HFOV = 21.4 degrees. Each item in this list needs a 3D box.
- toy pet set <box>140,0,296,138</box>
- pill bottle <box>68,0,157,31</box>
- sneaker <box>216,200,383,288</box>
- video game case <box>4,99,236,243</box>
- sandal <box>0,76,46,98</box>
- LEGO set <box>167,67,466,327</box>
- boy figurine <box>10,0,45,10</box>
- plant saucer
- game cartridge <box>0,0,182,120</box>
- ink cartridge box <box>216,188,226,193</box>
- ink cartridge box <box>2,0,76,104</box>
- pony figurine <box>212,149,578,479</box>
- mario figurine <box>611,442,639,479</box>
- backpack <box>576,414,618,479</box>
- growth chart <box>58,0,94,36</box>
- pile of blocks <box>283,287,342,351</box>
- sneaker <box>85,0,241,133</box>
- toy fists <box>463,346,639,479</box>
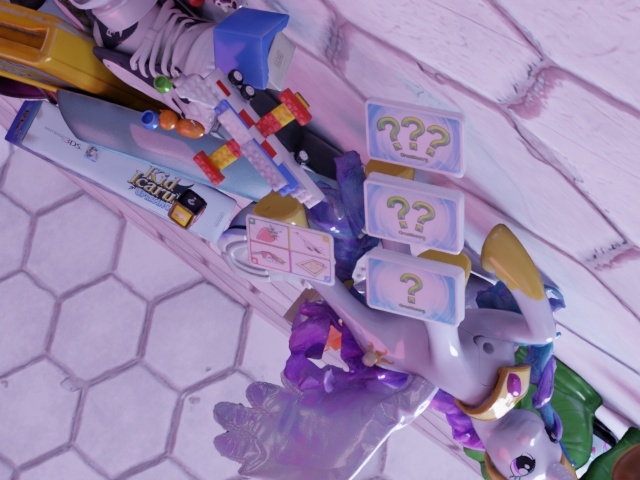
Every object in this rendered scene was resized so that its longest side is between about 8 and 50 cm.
[{"bbox_3d":[-0.084,-0.142,1.288,0.114,0.122,0.065,13,169,25],"label":"toy pet set"},{"bbox_3d":[-0.194,-0.238,1.373,0.137,0.078,0.078,43,171,-31],"label":"pill bottle"},{"bbox_3d":[0.000,0.000,1.890,0.235,0.095,0.090,14,134,27],"label":"sneaker"},{"bbox_3d":[-0.238,-0.085,1.972,0.244,0.061,0.269,26,178,-15],"label":"video game case"},{"bbox_3d":[-0.413,-0.243,2.264,0.446,0.107,0.167,35,171,29],"label":"sandal"},{"bbox_3d":[-0.013,-0.030,1.253,0.244,0.060,0.182,14,127,23],"label":"LEGO set"},{"bbox_3d":[-0.333,-0.319,1.514,0.177,0.092,0.285,36,176,39],"label":"boy figurine"},{"bbox_3d":[-0.114,-0.078,1.665,0.317,0.043,0.317,19,179,0],"label":"plant saucer"},{"bbox_3d":[-0.304,-0.186,1.626,0.285,0.052,0.324,18,177,19],"label":"game cartridge"},{"bbox_3d":[-0.222,-0.151,2.053,0.235,0.056,0.171,35,176,-33],"label":"ink cartridge box"},{"bbox_3d":[-0.323,-0.238,1.874,0.175,0.072,0.127,51,174,-10],"label":"ink cartridge box"},{"bbox_3d":[0.075,0.089,1.497,0.351,0.303,0.363,21,147,40],"label":"pony figurine"},{"bbox_3d":[0.375,0.306,1.538,0.198,0.170,0.320,4,-163,-24],"label":"mario figurine"},{"bbox_3d":[0.273,0.248,1.925,0.182,0.115,0.152,40,170,-31],"label":"backpack"},{"bbox_3d":[-0.241,-0.224,1.817,0.172,0.021,0.237,46,179,38],"label":"growth chart"},{"bbox_3d":[0.033,0.130,2.367,0.149,0.112,0.362,39,173,-4],"label":"pile of blocks"},{"bbox_3d":[-0.136,-0.168,1.448,0.153,0.094,0.235,30,-177,-2],"label":"sneaker"},{"bbox_3d":[0.269,0.236,1.760,0.279,0.142,0.096,39,172,-5],"label":"toy fists"}]
